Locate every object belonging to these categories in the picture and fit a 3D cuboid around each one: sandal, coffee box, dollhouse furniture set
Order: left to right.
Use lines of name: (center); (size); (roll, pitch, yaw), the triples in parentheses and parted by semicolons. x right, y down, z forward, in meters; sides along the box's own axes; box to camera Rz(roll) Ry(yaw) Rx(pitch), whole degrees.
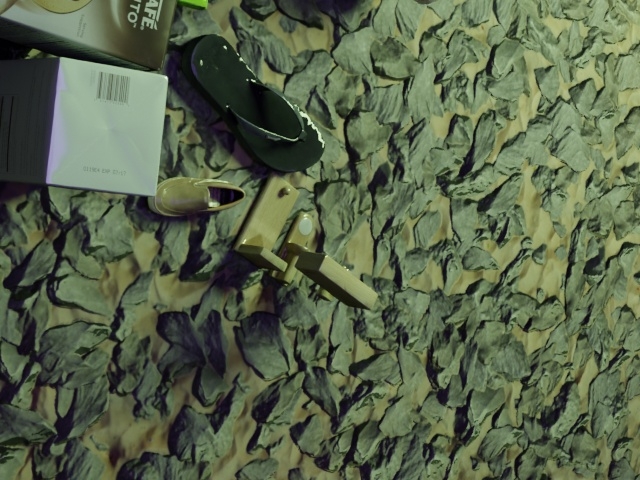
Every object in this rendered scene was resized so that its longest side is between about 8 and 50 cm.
coffee box: (-0.301, -0.296, 1.377); (0.297, 0.119, 0.168); (14, 85, -40)
sandal: (-0.084, -0.173, 1.740); (0.254, 0.054, 0.097); (39, 70, -35)
dollhouse furniture set: (0.000, 0.000, 1.764); (0.144, 0.151, 0.123); (38, 70, -38)

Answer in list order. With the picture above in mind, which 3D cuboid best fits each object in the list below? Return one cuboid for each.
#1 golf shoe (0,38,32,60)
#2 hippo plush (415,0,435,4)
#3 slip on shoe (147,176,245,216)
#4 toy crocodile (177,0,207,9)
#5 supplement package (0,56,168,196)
golf shoe: (-0.400, -0.272, 1.448); (0.077, 0.094, 0.198); (-50, 134, 8)
hippo plush: (0.102, -0.469, 1.746); (0.236, 0.234, 0.294); (2, 118, -28)
slip on shoe: (-0.160, -0.056, 1.697); (0.135, 0.041, 0.051); (0, 94, -40)
toy crocodile: (-0.270, -0.332, 1.554); (0.340, 0.105, 0.115); (-1, 96, -44)
supplement package: (-0.297, -0.126, 1.446); (0.139, 0.244, 0.134); (6, 91, -41)
